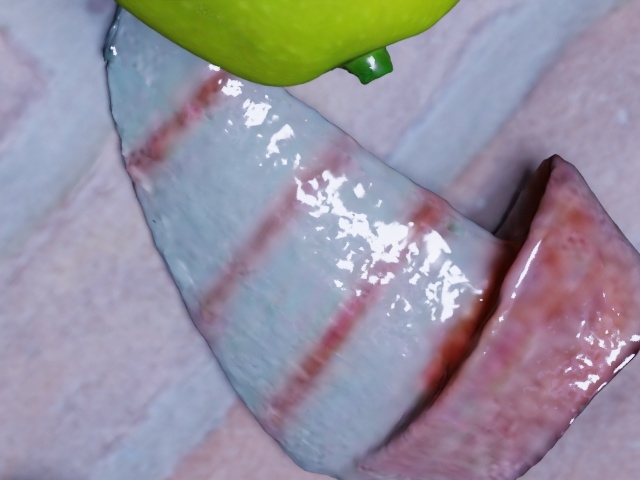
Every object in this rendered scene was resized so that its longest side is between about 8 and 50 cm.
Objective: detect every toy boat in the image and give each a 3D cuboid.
[{"bbox_3d":[0.000,0.000,0.811,0.282,0.096,0.206,37,113,-10],"label":"toy boat"}]

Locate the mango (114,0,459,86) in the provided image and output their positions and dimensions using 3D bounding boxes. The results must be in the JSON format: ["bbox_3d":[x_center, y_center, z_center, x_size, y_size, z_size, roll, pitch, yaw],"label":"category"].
[{"bbox_3d":[-0.069,-0.212,0.678,0.343,0.156,0.192,43,87,-12],"label":"mango"}]
